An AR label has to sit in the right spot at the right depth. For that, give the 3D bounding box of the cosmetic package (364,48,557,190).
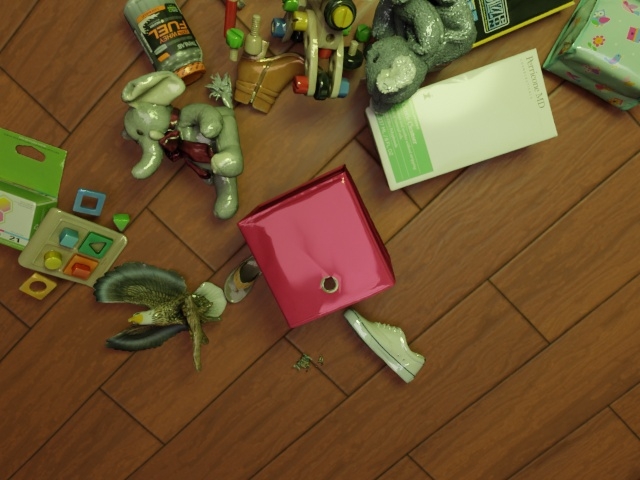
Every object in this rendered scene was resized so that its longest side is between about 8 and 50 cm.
[{"bbox_3d":[0.300,-0.262,1.047,0.366,0.155,0.196,-19,98,8],"label":"cosmetic package"}]

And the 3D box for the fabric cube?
[{"bbox_3d":[0.000,0.000,1.070,0.254,0.259,0.258,-23,101,9],"label":"fabric cube"}]

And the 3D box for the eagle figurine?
[{"bbox_3d":[-0.417,0.184,1.196,0.298,0.225,0.226,2,60,32],"label":"eagle figurine"}]

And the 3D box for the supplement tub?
[{"bbox_3d":[-0.345,-0.452,1.054,0.117,0.117,0.190,-27,101,9],"label":"supplement tub"}]

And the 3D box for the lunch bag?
[{"bbox_3d":[0.651,-0.449,0.985,0.223,0.160,0.262,29,92,-1],"label":"lunch bag"}]

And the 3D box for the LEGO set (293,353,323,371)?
[{"bbox_3d":[-0.034,0.332,1.274,0.083,0.023,0.054,6,106,-12],"label":"LEGO set"}]

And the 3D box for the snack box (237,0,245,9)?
[{"bbox_3d":[-0.240,-0.598,1.040,0.022,0.064,0.178,-42,98,9],"label":"snack box"}]

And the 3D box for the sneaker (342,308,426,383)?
[{"bbox_3d":[0.168,0.256,1.218,0.258,0.094,0.091,45,83,-12],"label":"sneaker"}]

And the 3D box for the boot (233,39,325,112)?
[{"bbox_3d":[-0.099,-0.369,1.091,0.197,0.073,0.152,21,111,-2],"label":"boot"}]

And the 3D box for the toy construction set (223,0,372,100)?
[{"bbox_3d":[-0.038,-0.453,0.916,0.309,0.257,0.237,15,143,-5],"label":"toy construction set"}]

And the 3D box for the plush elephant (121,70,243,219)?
[{"bbox_3d":[-0.316,-0.228,1.032,0.256,0.272,0.329,-4,76,-14],"label":"plush elephant"}]

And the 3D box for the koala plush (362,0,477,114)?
[{"bbox_3d":[0.164,-0.352,0.886,0.203,0.196,0.221,30,87,-4],"label":"koala plush"}]

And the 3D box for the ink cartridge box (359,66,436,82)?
[{"bbox_3d":[0.180,-0.401,1.038,0.198,0.115,0.067,-10,102,4],"label":"ink cartridge box"}]

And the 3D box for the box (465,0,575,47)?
[{"bbox_3d":[0.361,-0.599,0.958,0.257,0.079,0.322,-20,120,9],"label":"box"}]

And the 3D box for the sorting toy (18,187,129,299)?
[{"bbox_3d":[-0.620,0.032,1.175,0.196,0.047,0.347,30,106,-38],"label":"sorting toy"}]

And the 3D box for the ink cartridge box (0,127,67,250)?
[{"bbox_3d":[-0.769,-0.129,1.162,0.189,0.097,0.255,20,104,-2],"label":"ink cartridge box"}]

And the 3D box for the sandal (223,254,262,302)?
[{"bbox_3d":[-0.189,0.090,1.207,0.072,0.049,0.180,43,102,-7],"label":"sandal"}]
